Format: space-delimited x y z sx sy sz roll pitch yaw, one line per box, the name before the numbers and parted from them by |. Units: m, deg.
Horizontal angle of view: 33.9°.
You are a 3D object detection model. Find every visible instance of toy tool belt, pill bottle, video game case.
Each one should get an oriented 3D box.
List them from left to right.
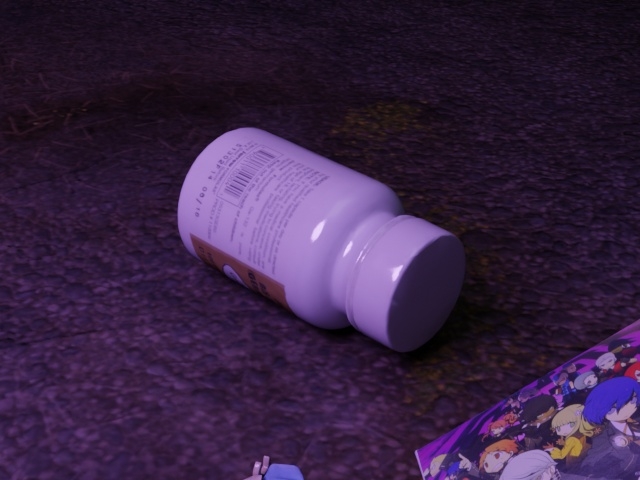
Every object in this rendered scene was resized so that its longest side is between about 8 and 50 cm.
toy tool belt | -0.027 0.164 0.668 0.052 0.051 0.083 2 29 -2
pill bottle | 0.000 0.000 0.877 0.229 0.131 0.131 27 37 35
video game case | 0.177 0.139 0.606 0.232 0.042 0.210 -33 24 10
